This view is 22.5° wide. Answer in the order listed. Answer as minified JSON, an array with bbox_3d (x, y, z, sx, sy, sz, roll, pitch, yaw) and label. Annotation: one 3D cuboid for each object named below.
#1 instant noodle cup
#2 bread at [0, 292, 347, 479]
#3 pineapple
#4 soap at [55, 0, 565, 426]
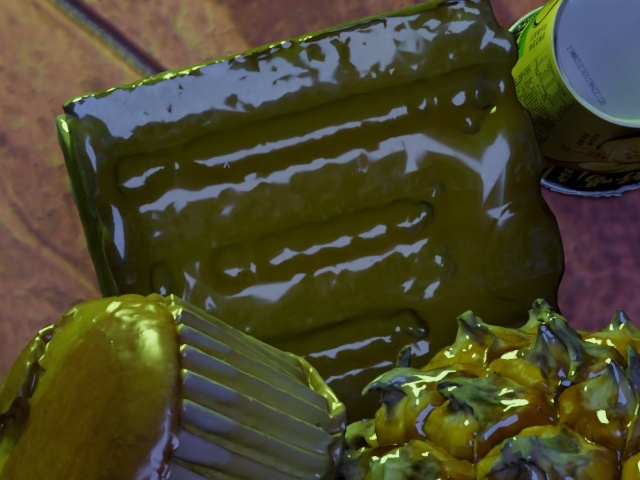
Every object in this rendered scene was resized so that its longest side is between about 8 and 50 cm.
[{"bbox_3d":[0.196,-0.115,1.084,0.152,0.122,0.151,2,75,-6],"label":"instant noodle cup"},{"bbox_3d":[-0.117,0.165,0.834,0.156,0.204,0.288,26,94,-28],"label":"bread"},{"bbox_3d":[0.082,0.104,0.865,0.286,0.344,0.208,13,101,19],"label":"pineapple"},{"bbox_3d":[0.000,0.000,1.013,0.281,0.143,0.259,-15,97,-14],"label":"soap"}]
